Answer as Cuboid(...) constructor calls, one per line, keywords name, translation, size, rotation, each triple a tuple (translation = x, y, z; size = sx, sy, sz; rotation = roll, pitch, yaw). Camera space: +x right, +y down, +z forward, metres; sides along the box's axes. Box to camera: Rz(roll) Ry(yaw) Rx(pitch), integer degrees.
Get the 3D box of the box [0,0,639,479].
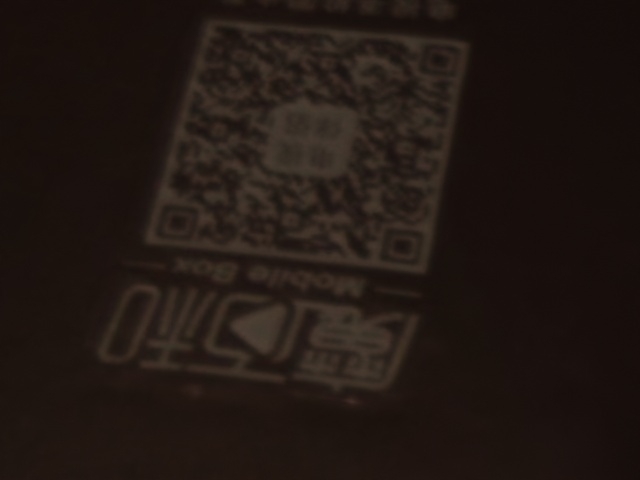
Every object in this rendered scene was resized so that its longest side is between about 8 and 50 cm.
Cuboid(name="box", translation=(0.000, 0.000, 0.444), size=(0.290, 0.073, 0.289), rotation=(6, 59, 11))
